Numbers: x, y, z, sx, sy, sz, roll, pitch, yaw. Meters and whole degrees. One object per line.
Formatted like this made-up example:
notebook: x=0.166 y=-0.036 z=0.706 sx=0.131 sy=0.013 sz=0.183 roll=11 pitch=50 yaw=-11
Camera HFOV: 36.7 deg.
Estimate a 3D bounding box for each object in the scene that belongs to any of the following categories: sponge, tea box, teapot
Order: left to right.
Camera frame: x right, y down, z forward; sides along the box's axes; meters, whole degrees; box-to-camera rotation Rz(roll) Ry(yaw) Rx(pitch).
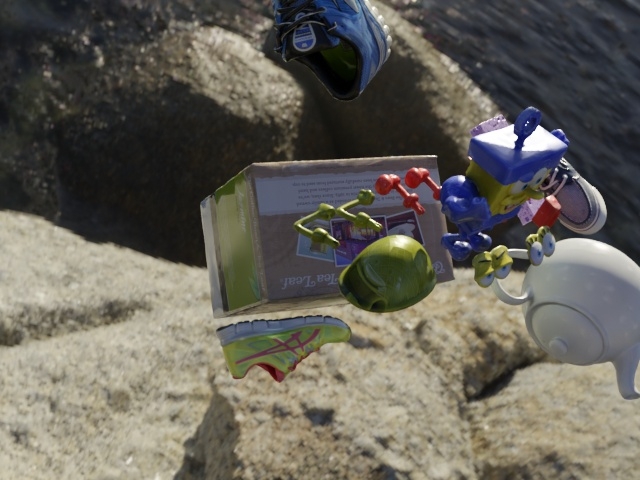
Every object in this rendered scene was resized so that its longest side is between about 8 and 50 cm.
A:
tea box: x=0.000 y=0.000 z=1.638 sx=0.329 sy=0.323 sz=0.220 roll=-5 pitch=83 yaw=-23
sponge: x=0.372 y=-0.140 z=1.867 sx=0.117 sy=0.031 sz=0.210 roll=-30 pitch=90 yaw=-54
teapot: x=0.455 y=0.130 z=1.726 sx=0.256 sy=0.252 sz=0.187 roll=8 pitch=41 yaw=40

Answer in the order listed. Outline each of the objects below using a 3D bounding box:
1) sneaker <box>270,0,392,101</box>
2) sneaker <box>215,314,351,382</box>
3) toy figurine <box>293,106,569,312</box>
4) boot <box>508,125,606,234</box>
sneaker: x=-0.009 y=-0.327 z=1.303 sx=0.330 sy=0.130 sz=0.147 roll=53 pitch=39 yaw=-34
sneaker: x=-0.051 y=0.162 z=1.424 sx=0.208 sy=0.081 sz=0.094 roll=-4 pitch=80 yaw=-21
toy figurine: x=0.170 y=-0.077 z=1.123 sx=0.362 sy=0.217 sz=0.191 roll=-18 pitch=57 yaw=-36
boot: x=0.320 y=-0.085 z=1.354 sx=0.086 sy=0.069 sz=0.190 roll=18 pitch=30 yaw=-39
